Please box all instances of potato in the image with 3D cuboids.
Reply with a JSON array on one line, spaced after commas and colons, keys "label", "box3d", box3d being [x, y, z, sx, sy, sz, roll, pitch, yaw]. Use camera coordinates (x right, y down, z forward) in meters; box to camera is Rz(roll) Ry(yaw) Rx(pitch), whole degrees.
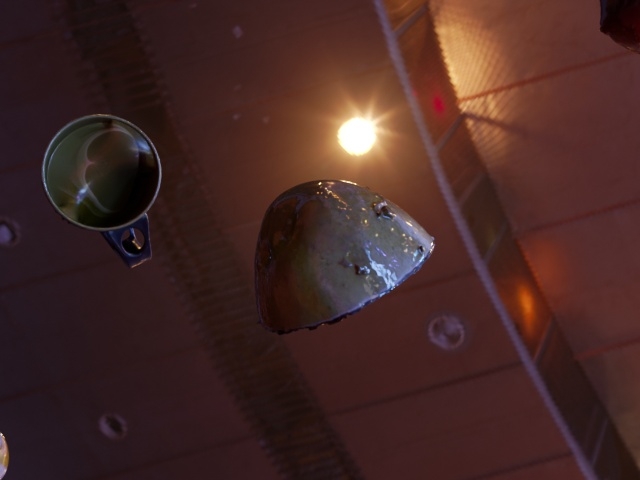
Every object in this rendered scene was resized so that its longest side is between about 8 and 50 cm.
[{"label": "potato", "box3d": [0.000, 0.000, 1.123, 0.117, 0.182, 0.202, 58, -25, -15]}]

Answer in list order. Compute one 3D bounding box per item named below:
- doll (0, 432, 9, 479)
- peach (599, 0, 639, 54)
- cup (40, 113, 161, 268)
[{"label": "doll", "box3d": [-0.531, 0.278, 1.586, 0.162, 0.166, 0.269, 43, -27, 12]}, {"label": "peach", "box3d": [0.351, -0.227, 0.972, 0.267, 0.159, 0.154, -39, -56, -4]}, {"label": "cup", "box3d": [-0.252, -0.051, 1.330, 0.176, 0.131, 0.155, 67, -15, -4]}]
